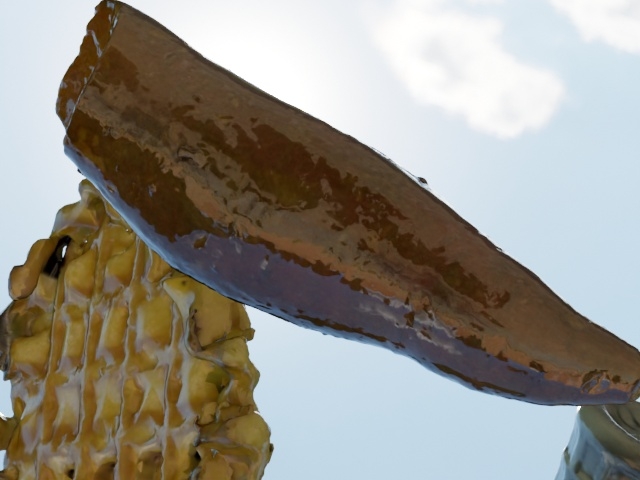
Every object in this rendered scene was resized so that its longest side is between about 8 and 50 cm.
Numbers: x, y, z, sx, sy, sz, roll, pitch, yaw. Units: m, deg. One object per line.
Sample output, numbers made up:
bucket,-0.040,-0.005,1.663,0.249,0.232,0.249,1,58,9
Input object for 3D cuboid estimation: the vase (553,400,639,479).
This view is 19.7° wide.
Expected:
vase,0.152,0.249,1.149,0.143,0.299,0.143,22,-165,-6

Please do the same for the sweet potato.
sweet potato,0.000,0.000,0.640,0.243,0.077,0.077,34,-149,16

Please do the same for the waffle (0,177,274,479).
waffle,-0.119,0.104,1.016,0.060,0.262,0.280,14,-157,-39
